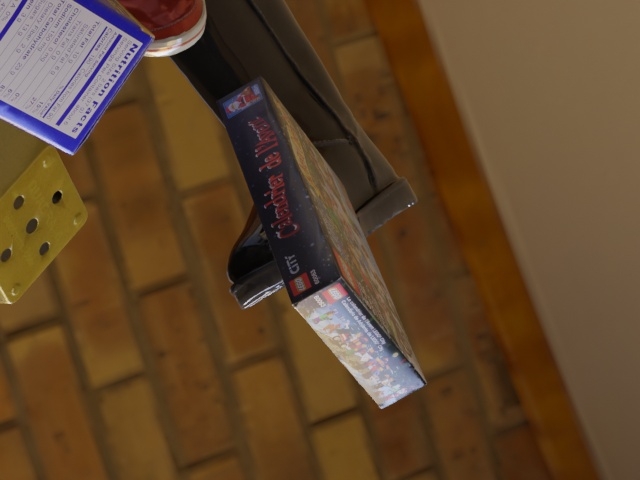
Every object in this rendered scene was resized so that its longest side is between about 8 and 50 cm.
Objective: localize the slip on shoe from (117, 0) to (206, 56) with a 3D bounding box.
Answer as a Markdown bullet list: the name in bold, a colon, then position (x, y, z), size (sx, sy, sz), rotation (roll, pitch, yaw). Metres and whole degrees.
- **slip on shoe**: position (-0.221, -0.306, 1.774), size (0.331, 0.123, 0.101), rotation (55, -20, 10)

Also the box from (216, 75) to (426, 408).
- **box**: position (0.000, 0.000, 1.518), size (0.159, 0.044, 0.233), rotation (52, 12, -47)

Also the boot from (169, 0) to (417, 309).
- **boot**: position (-0.105, -0.168, 2.243), size (0.146, 0.367, 0.445), rotation (-31, -88, 28)

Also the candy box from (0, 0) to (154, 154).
- **candy box**: position (-0.306, -0.220, 1.371), size (0.268, 0.122, 0.317), rotation (43, 7, 33)

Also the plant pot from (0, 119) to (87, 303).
- **plant pot**: position (-0.391, -0.051, 2.176), size (0.187, 0.212, 0.212), rotation (27, -25, 29)
